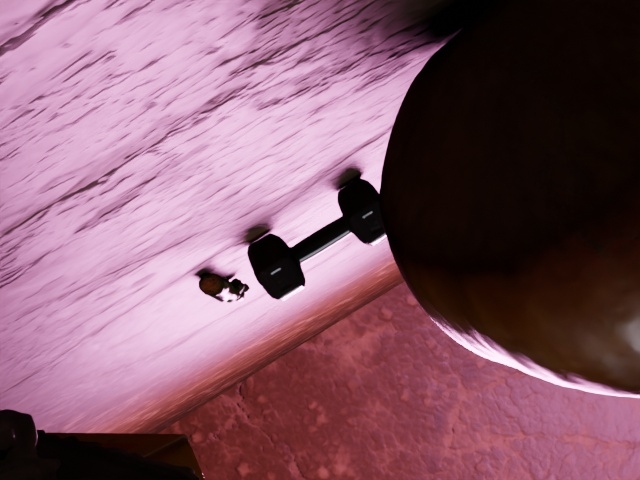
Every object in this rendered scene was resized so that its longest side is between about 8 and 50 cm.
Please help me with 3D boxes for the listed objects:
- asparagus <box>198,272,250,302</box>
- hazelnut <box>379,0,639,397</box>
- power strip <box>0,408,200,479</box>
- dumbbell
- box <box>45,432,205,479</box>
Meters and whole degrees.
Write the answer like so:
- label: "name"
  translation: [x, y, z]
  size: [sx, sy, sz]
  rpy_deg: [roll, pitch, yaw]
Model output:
- label: "asparagus"
  translation: [-0.057, 0.029, 0.967]
  size: [0.018, 0.015, 0.127]
  rpy_deg: [-30, 175, 2]
- label: "hazelnut"
  translation: [0.115, -0.025, 0.618]
  size: [0.182, 0.182, 0.182]
  rpy_deg: [-31, 175, -3]
- label: "power strip"
  translation: [-0.170, 0.095, 0.585]
  size: [0.213, 0.064, 0.198]
  rpy_deg: [-21, -170, -32]
- label: "dumbbell"
  translation: [0.000, 0.000, 0.897]
  size: [0.083, 0.040, 0.036]
  rpy_deg: [-32, 144, 2]
- label: "box"
  translation: [-0.181, 0.247, 0.683]
  size: [0.214, 0.259, 0.283]
  rpy_deg: [-3, -166, 37]
